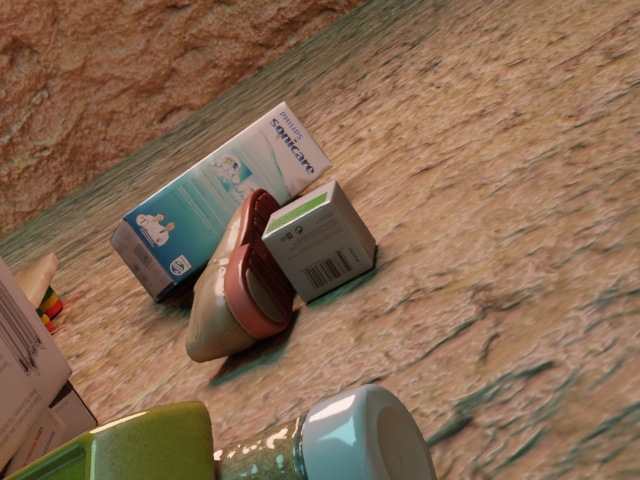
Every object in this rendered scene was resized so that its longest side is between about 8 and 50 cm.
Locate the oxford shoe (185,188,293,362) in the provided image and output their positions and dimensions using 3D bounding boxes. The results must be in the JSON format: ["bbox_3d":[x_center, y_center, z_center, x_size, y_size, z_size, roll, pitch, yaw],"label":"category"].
[{"bbox_3d":[-0.104,0.036,1.491,0.130,0.123,0.348,-34,14,18],"label":"oxford shoe"}]

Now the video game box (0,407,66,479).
[{"bbox_3d":[-0.350,0.261,1.106,0.205,0.048,0.187,-27,24,25],"label":"video game box"}]

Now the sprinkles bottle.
[{"bbox_3d":[-0.087,0.225,0.907,0.355,0.121,0.121,-25,18,23],"label":"sprinkles bottle"}]

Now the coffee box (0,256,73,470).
[{"bbox_3d":[-0.466,0.098,0.987,0.334,0.338,0.337,-30,7,5],"label":"coffee box"}]

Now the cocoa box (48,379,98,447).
[{"bbox_3d":[-0.502,0.229,1.437,0.347,0.228,0.231,-39,22,-23],"label":"cocoa box"}]

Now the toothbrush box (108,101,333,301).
[{"bbox_3d":[-0.152,-0.054,1.736,0.295,0.126,0.216,-39,2,-19],"label":"toothbrush box"}]

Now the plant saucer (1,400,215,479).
[{"bbox_3d":[-0.221,0.287,0.806,0.332,0.081,0.333,-31,39,17],"label":"plant saucer"}]

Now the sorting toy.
[{"bbox_3d":[-0.562,0.154,2.026,0.255,0.089,0.257,-30,16,5],"label":"sorting toy"}]

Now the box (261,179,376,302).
[{"bbox_3d":[0.000,0.000,1.430,0.101,0.102,0.087,-29,15,15],"label":"box"}]
